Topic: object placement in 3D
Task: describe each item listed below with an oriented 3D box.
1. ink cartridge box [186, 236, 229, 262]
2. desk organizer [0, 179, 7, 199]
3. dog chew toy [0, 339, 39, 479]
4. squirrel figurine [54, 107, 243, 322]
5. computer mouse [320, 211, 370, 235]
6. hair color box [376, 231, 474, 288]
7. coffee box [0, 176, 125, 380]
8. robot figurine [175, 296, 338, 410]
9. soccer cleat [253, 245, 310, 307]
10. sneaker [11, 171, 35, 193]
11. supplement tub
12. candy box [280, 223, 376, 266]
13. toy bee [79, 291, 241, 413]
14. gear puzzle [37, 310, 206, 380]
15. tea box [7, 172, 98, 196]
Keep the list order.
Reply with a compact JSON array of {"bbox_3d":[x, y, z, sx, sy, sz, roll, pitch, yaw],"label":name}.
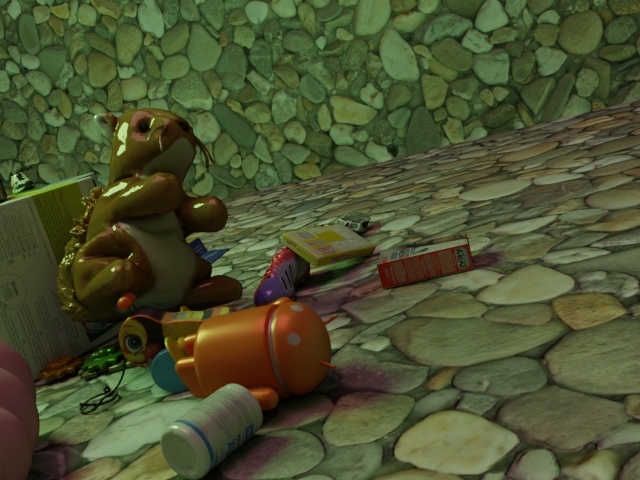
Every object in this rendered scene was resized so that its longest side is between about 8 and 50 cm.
[{"bbox_3d":[-0.453,0.066,2.054,0.307,0.072,0.303,-15,11,16],"label":"ink cartridge box"},{"bbox_3d":[-0.664,-0.099,1.467,0.050,0.047,0.130,-22,13,-19],"label":"desk organizer"},{"bbox_3d":[-0.459,0.239,0.935,0.207,0.206,0.332,-22,21,-26],"label":"dog chew toy"},{"bbox_3d":[-0.355,-0.047,1.353,0.281,0.370,0.397,7,-20,-44],"label":"squirrel figurine"},{"bbox_3d":[0.076,-0.031,1.827,0.106,0.042,0.193,12,17,20],"label":"computer mouse"},{"bbox_3d":[0.192,0.035,1.340,0.167,0.053,0.093,-13,11,11],"label":"hair color box"},{"bbox_3d":[-0.649,0.088,1.524,0.338,0.338,0.334,-8,14,35],"label":"coffee box"},{"bbox_3d":[-0.080,0.150,0.974,0.220,0.128,0.158,-12,-1,17],"label":"robot figurine"},{"bbox_3d":[-0.082,0.065,1.469,0.083,0.095,0.248,-12,12,20],"label":"soccer cleat"},{"bbox_3d":[-0.651,-0.125,1.582,0.040,0.043,0.109,-20,13,-35],"label":"sneaker"},{"bbox_3d":[-0.126,0.221,0.848,0.071,0.071,0.107,-7,15,39],"label":"supplement tub"},{"bbox_3d":[0.020,0.007,1.544,0.105,0.027,0.206,37,27,28],"label":"candy box"},{"bbox_3d":[-0.240,0.151,1.114,0.298,0.162,0.195,-20,14,-20],"label":"toy bee"},{"bbox_3d":[-0.364,0.194,1.367,0.339,0.044,0.175,-16,11,0],"label":"gear puzzle"},{"bbox_3d":[-0.787,0.011,2.114,0.324,0.328,0.220,-14,12,16],"label":"tea box"}]
